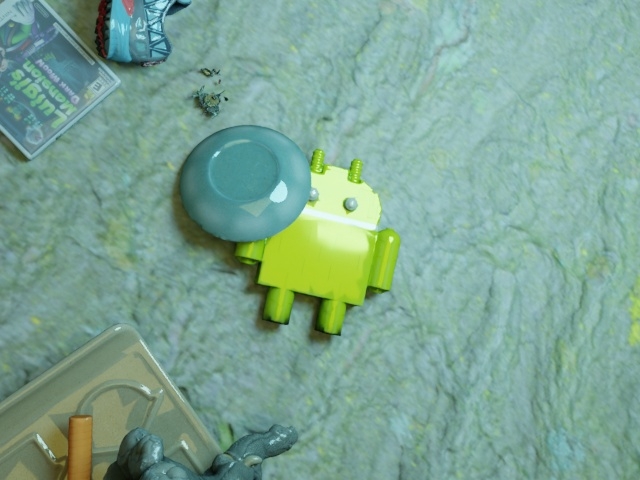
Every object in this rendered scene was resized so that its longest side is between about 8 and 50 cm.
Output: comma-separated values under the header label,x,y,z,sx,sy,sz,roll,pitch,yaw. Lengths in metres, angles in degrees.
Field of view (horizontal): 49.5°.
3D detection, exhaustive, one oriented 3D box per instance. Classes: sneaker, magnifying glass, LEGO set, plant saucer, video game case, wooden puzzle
label,x,y,z,sx,sy,sz,roll,pitch,yaw
sneaker,-0.251,-0.379,1.012,0.125,0.104,0.262,9,87,-30
magnifying glass,-0.308,0.340,0.885,0.092,0.026,0.231,1,88,-16
LEGO set,-0.166,-0.219,1.048,0.054,0.023,0.083,19,68,-14
plant saucer,-0.109,-0.094,1.004,0.194,0.037,0.195,1,66,-1
video game case,-0.414,-0.239,0.985,0.173,0.022,0.190,-45,97,-13
wooden puzzle,-0.302,0.335,0.942,0.322,0.080,0.348,-35,99,-14

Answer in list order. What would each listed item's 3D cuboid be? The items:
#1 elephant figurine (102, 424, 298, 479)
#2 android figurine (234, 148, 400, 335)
label,x,y,z,sx,sy,sz,roll,pitch,yaw
elephant figurine,-0.141,0.333,0.873,0.239,0.169,0.186,23,108,-34
android figurine,0.000,0.000,1.051,0.248,0.056,0.273,15,84,-12
